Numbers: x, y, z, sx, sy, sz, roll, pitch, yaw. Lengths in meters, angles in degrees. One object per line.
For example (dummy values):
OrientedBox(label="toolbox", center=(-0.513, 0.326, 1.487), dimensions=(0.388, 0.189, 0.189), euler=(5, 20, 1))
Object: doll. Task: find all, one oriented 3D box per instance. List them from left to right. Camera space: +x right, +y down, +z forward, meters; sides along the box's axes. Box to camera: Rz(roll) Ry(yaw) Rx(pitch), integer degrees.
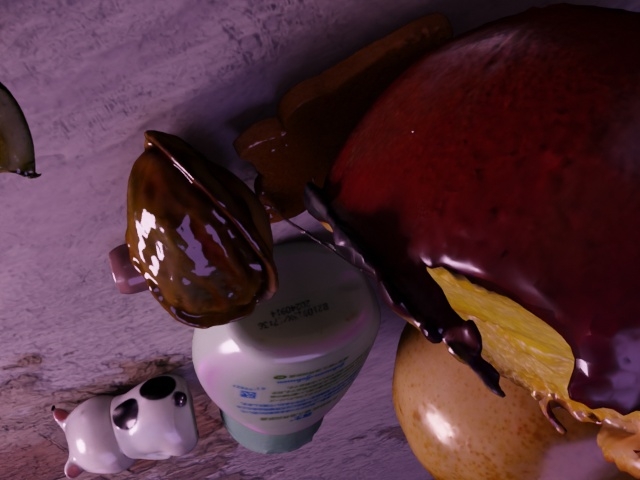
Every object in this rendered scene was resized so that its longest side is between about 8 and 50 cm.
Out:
OrientedBox(label="doll", center=(-0.246, 0.243, 1.235), dimensions=(0.180, 0.110, 0.107), euler=(-20, 150, 5))

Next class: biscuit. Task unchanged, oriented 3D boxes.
OrientedBox(label="biscuit", center=(0.018, -0.108, 0.866), dimensions=(0.183, 0.043, 0.280), euler=(1, 140, -44))

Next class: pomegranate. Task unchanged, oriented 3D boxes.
OrientedBox(label="pomegranate", center=(0.277, 0.150, 1.148), dimensions=(0.416, 0.417, 0.417), euler=(-15, 151, -9))

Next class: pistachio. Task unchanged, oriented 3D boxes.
OrientedBox(label="pistachio", center=(-0.114, -0.010, 0.848), dimensions=(0.130, 0.165, 0.210), euler=(-49, 139, -33))

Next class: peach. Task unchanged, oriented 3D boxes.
OrientedBox(label="peach", center=(0.189, -0.002, 0.752), dimensions=(0.416, 0.353, 0.339), euler=(-9, 142, 33))

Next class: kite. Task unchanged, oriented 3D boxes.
OrientedBox(label="kite", center=(0.000, 0.001, 0.893), dimensions=(0.137, 0.152, 0.005), euler=(34, 89, -22))

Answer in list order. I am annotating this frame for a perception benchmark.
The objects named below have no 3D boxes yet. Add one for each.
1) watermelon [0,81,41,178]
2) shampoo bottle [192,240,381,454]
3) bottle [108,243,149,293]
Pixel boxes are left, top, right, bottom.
OrientedBox(label="watermelon", center=(-0.333, -0.087, 0.593), dimensions=(0.301, 0.129, 0.123), euler=(2, 142, -25))
OrientedBox(label="shampoo bottle", center=(-0.048, 0.150, 1.156), dimensions=(0.221, 0.151, 0.349), euler=(-17, 151, -18))
OrientedBox(label="bottle", center=(-0.142, 0.014, 0.962), dimensions=(0.140, 0.053, 0.053), euler=(-17, 151, -6))
